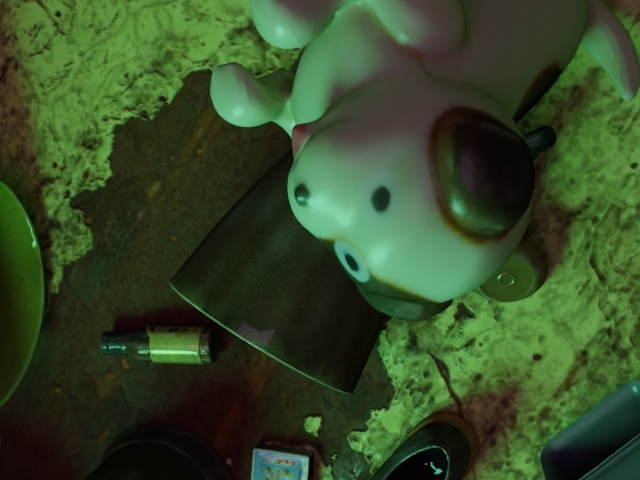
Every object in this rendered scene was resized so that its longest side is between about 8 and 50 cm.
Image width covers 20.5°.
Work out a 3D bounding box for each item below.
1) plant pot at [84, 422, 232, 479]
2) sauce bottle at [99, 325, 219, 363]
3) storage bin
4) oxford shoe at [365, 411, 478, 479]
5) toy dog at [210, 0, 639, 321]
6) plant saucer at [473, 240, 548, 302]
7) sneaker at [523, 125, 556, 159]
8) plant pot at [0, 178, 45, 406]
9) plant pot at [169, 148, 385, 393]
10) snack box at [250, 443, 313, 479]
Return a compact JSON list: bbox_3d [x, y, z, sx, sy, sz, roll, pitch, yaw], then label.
[{"bbox_3d":[-0.195,0.293,1.874,0.167,0.165,0.167,2,99,16],"label":"plant pot"},{"bbox_3d":[-0.174,0.111,1.905,0.128,0.042,0.042,1,99,13],"label":"sauce bottle"},{"bbox_3d":[0.301,0.217,1.774,0.135,0.098,0.091,-39,115,16],"label":"storage bin"},{"bbox_3d":[0.058,0.295,1.839,0.097,0.098,0.271,35,105,8],"label":"oxford shoe"},{"bbox_3d":[0.090,-0.125,1.606,0.395,0.408,0.284,28,138,-20],"label":"toy dog"},{"bbox_3d":[0.187,0.035,1.787,0.083,0.015,0.083,2,129,2],"label":"plant saucer"},{"bbox_3d":[0.179,-0.040,1.785,0.170,0.051,0.089,-30,90,22],"label":"sneaker"},{"bbox_3d":[-0.495,0.056,1.890,0.294,0.275,0.274,0,99,30],"label":"plant pot"},{"bbox_3d":[0.000,0.000,1.774,0.215,0.215,0.230,32,91,9],"label":"plant pot"},{"bbox_3d":[-0.046,0.311,1.910,0.064,0.022,0.178,7,100,15],"label":"snack box"}]
